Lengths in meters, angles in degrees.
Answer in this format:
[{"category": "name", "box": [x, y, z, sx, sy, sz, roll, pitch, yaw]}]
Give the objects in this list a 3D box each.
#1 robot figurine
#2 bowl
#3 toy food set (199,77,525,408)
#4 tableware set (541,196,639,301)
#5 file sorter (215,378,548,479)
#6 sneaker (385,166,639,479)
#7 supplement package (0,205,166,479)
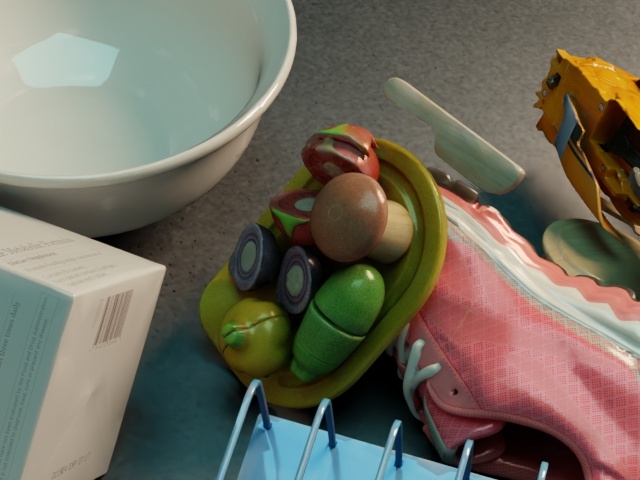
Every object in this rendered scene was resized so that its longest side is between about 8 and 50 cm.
[{"category": "robot figurine", "box": [0.262, -0.019, 1.089, 0.211, 0.085, 0.291, 3, 37, -26]}, {"category": "bowl", "box": [-0.165, -0.097, 1.125, 0.297, 0.134, 0.298, 2, 46, -2]}, {"category": "toy food set", "box": [0.000, 0.000, 0.995, 0.071, 0.218, 0.128, 17, 27, -54]}, {"category": "tableware set", "box": [0.223, 0.051, 1.083, 0.194, 0.039, 0.128, 33, 35, 17]}, {"category": "file sorter", "box": [0.027, 0.155, 0.896, 0.170, 0.104, 0.118, 15, 67, 9]}, {"category": "sneaker", "box": [0.087, 0.061, 1.012, 0.313, 0.116, 0.136, 28, 60, 25]}, {"category": "supplement package", "box": [-0.235, 0.042, 0.948, 0.244, 0.134, 0.139, 19, 10, 13]}]
